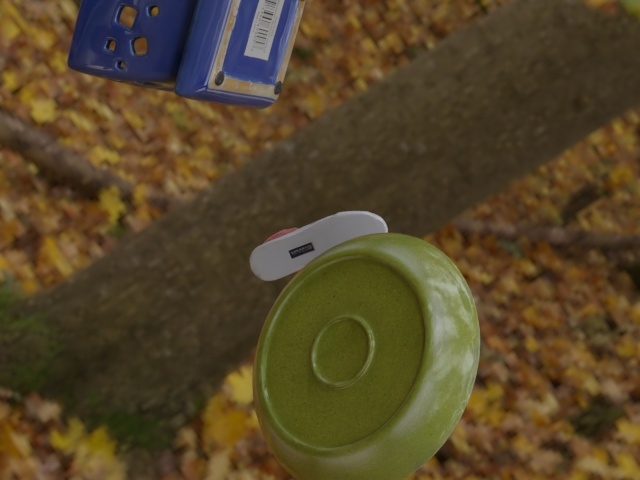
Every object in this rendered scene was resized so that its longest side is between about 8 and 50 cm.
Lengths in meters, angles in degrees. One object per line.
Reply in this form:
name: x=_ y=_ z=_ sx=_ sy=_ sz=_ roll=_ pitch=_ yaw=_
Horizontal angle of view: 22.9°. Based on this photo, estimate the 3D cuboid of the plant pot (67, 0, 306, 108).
plant pot: x=-0.156 y=-0.295 z=2.048 sx=0.212 sy=0.235 sz=0.236 roll=21 pitch=9 yaw=30

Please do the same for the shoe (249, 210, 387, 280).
shoe: x=0.000 y=0.000 z=1.969 sx=0.081 sy=0.178 sz=0.063 roll=-58 pitch=130 yaw=-76

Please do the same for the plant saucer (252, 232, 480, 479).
plant saucer: x=0.027 y=0.102 z=1.385 sx=0.037 sy=0.241 sz=0.241 roll=28 pitch=30 yaw=-48
